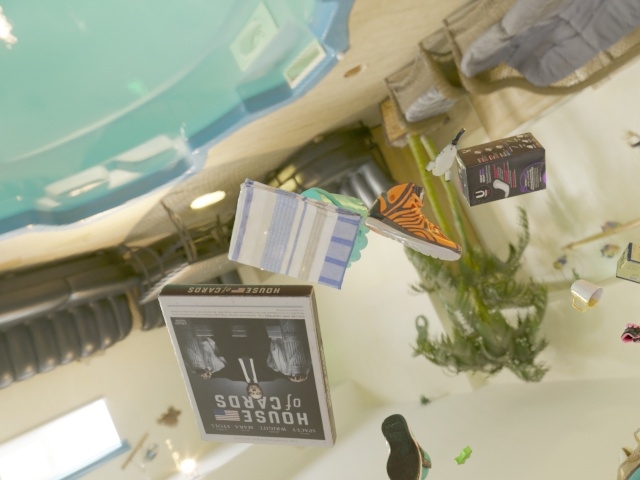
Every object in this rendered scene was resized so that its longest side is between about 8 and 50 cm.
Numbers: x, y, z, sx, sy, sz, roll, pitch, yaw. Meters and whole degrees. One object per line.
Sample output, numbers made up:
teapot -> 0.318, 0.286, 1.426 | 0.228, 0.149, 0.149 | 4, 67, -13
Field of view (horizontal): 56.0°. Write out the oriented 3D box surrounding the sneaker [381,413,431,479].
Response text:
sneaker -> 0.262, 0.676, 1.788 | 0.124, 0.178, 0.295 | -25, -159, 10

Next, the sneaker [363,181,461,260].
sneaker -> 0.291, -0.070, 1.769 | 0.180, 0.321, 0.124 | -62, 152, -5

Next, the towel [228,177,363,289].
towel -> -0.063, -0.008, 1.381 | 0.034, 0.285, 0.209 | -74, 180, -66

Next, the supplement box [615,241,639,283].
supplement box -> 0.794, 0.060, 1.498 | 0.083, 0.083, 0.056 | 88, 22, -53

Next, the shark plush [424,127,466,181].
shark plush -> 0.327, -0.232, 1.581 | 0.067, 0.073, 0.161 | -63, 168, -47

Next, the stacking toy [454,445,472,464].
stacking toy -> 0.350, 0.653, 1.505 | 0.052, 0.167, 0.221 | 12, 117, -33

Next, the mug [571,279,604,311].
mug -> 0.682, 0.139, 1.561 | 0.078, 0.064, 0.062 | -51, 134, 0

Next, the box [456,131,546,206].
box -> 0.620, -0.245, 2.076 | 0.271, 0.165, 0.143 | -13, -147, 4

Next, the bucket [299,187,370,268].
bucket -> 0.016, -0.041, 2.059 | 0.183, 0.281, 0.281 | 13, 152, -34

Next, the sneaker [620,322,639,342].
sneaker -> 0.775, 0.228, 1.442 | 0.057, 0.047, 0.119 | -34, -175, -28

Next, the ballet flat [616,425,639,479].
ballet flat -> 0.637, 0.418, 1.188 | 0.073, 0.067, 0.206 | 18, 111, -31

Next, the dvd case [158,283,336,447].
dvd case -> -0.081, 0.156, 0.726 | 0.179, 0.238, 0.029 | -1, -150, 12
